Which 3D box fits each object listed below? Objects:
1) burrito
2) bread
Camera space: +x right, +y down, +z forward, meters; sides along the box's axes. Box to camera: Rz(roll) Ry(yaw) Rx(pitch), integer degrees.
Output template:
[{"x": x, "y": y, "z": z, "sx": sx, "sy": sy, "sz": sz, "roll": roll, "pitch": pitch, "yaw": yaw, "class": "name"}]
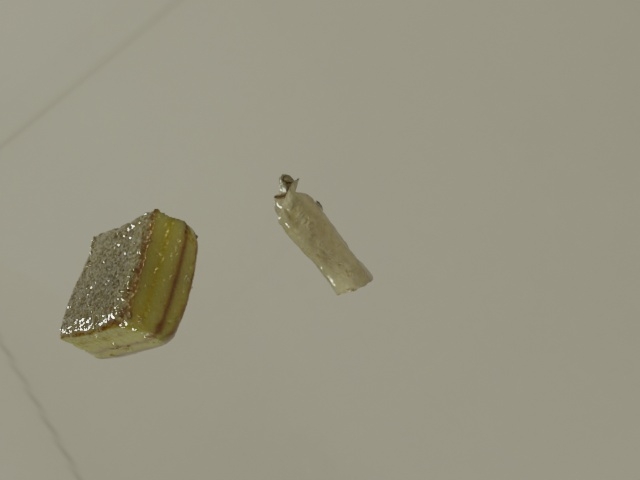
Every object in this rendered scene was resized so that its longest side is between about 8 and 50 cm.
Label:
[{"x": 0.000, "y": 0.000, "z": 2.060, "sx": 0.226, "sy": 0.060, "sz": 0.087, "roll": 53, "pitch": -163, "yaw": -21, "class": "burrito"}, {"x": -0.272, "y": 0.071, "z": 2.047, "sx": 0.110, "sy": 0.184, "sz": 0.234, "roll": 25, "pitch": 159, "yaw": -26, "class": "bread"}]
